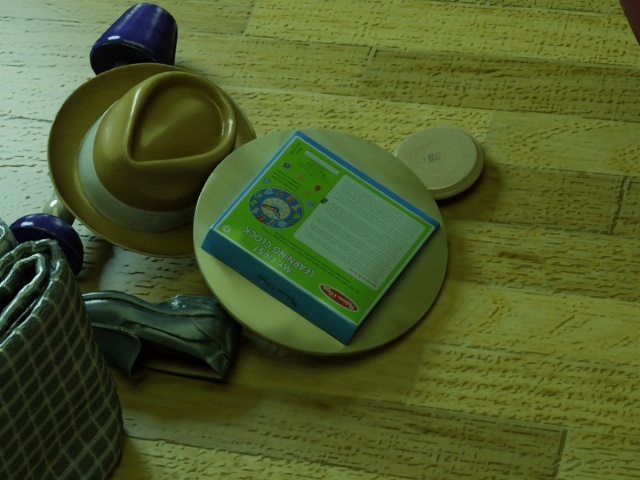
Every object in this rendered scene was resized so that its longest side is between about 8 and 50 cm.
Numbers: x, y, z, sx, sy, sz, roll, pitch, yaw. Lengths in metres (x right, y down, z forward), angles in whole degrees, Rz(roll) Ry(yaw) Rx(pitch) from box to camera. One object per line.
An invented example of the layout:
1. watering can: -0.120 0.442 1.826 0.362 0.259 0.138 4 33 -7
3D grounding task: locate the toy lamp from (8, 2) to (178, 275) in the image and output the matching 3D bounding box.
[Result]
1. toy lamp: -0.190 -0.095 1.689 0.080 0.080 0.274 6 52 17

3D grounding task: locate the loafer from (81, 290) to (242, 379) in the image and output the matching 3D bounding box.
1. loafer: -0.148 0.079 1.547 0.170 0.062 0.061 -2 55 12

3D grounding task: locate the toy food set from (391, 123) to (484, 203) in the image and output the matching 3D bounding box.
1. toy food set: 0.096 -0.064 1.637 0.083 0.020 0.083 -22 50 -6

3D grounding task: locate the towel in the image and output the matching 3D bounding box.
1. towel: -0.266 0.155 1.396 0.121 0.235 0.283 26 60 25

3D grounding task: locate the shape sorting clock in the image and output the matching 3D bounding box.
1. shape sorting clock: 0.000 0.000 1.566 0.206 0.040 0.206 6 57 -10

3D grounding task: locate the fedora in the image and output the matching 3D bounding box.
1. fedora: -0.128 -0.080 1.615 0.194 0.079 0.194 10 60 -18

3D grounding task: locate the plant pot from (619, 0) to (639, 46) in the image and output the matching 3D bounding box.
1. plant pot: 0.394 -0.171 1.520 0.267 0.235 0.267 -28 50 -11
